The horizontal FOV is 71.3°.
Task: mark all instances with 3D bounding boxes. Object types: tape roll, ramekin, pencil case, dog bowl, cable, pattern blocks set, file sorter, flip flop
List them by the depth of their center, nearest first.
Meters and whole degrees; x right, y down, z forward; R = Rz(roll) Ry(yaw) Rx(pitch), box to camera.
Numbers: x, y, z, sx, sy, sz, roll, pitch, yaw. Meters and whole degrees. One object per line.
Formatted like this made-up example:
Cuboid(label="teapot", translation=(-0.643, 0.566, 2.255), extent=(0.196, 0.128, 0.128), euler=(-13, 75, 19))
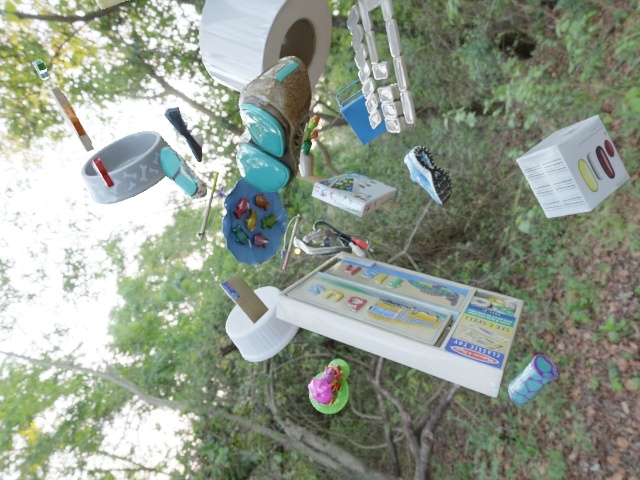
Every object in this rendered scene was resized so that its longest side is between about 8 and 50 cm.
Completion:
Cuboid(label="tape roll", translation=(-0.110, -0.424, 0.948), extent=(0.246, 0.169, 0.246), euler=(-48, -26, -32))
Cuboid(label="pencil case", translation=(0.527, 0.350, 1.113), extent=(0.070, 0.064, 0.152), euler=(-23, -35, -29))
Cuboid(label="pattern blocks set", translation=(-0.649, -0.313, 1.172), extent=(0.026, 0.285, 0.325), euler=(-32, -52, -21))
Cuboid(label="flip flop", translation=(0.000, 0.000, 1.392), extent=(0.277, 0.112, 0.080), euler=(22, 105, 62))
Cuboid(label="file sorter", translation=(0.143, -0.435, 1.502), extent=(0.170, 0.118, 0.105), euler=(44, -160, -46))
Cuboid(label="dog bowl", translation=(-0.693, -0.276, 1.607), extent=(0.349, 0.348, 0.102), euler=(-67, -34, -41))
Cuboid(label="ramekin", translation=(-0.220, 0.302, 1.678), extent=(0.135, 0.277, 0.277), euler=(54, -143, -27))
Cuboid(label="cable", translation=(0.109, -0.013, 1.970), extent=(0.139, 0.287, 0.072), euler=(-51, 4, -11))

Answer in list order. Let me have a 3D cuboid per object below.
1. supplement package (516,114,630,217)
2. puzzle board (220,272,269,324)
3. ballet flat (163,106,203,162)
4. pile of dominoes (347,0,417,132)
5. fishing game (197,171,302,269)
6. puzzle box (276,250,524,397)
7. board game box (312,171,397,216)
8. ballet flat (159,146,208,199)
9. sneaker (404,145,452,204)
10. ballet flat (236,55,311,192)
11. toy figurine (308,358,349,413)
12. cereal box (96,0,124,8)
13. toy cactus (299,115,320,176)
Cuboid(label="supplement package", translation=(0.716, -0.205, 1.269), extent=(0.194, 0.203, 0.149), euler=(-34, 7, -19))
Cuboid(label="puzzle board", translation=(-0.191, 0.146, 1.125), extent=(0.011, 0.128, 0.096), euler=(-42, -1, 20))
Cuboid(label="ballet flat", translation=(-0.425, -0.347, 1.453), extent=(0.203, 0.074, 0.074), euler=(60, -143, -35))
Cuboid(label="pile of dominoes", translation=(0.124, -0.333, 0.845), extent=(0.196, 0.040, 0.251), euler=(-139, 31, -67))
Cuboid(label="fishing game", translation=(-0.127, -0.041, 0.929), extent=(0.264, 0.041, 0.189), euler=(31, -111, -48))
Cuboid(label="puzzle box", translation=(0.155, 0.130, 0.853), extent=(0.272, 0.408, 0.052), euler=(-31, -50, -55))
Cuboid(label="board game box", translation=(0.128, -0.171, 1.574), extent=(0.305, 0.192, 0.053), euler=(-28, -42, -57))
Cuboid(label="ballet flat", translation=(-0.460, -0.219, 1.507), extent=(0.091, 0.241, 0.077), euler=(-45, -23, 14))
Cuboid(label="sneaker", translation=(0.267, -0.159, 1.116), extent=(0.063, 0.162, 0.073), euler=(-38, 9, -25))
Cuboid(label="ballet flat", translation=(-0.068, -0.178, 0.715), extent=(0.124, 0.116, 0.342), euler=(-59, 0, -13))
Cuboid(label="toy figurine", translation=(0.025, 0.437, 1.361), extent=(0.173, 0.130, 0.159), euler=(-62, -18, -15))
Cuboid(label="cereal box", translation=(-0.337, -0.548, 0.854), extent=(0.047, 0.172, 0.240), euler=(64, -165, -52))
Cuboid(label="toy cactus", translation=(-0.053, -0.278, 1.304), extent=(0.219, 0.112, 0.181), euler=(-155, 60, -73))
